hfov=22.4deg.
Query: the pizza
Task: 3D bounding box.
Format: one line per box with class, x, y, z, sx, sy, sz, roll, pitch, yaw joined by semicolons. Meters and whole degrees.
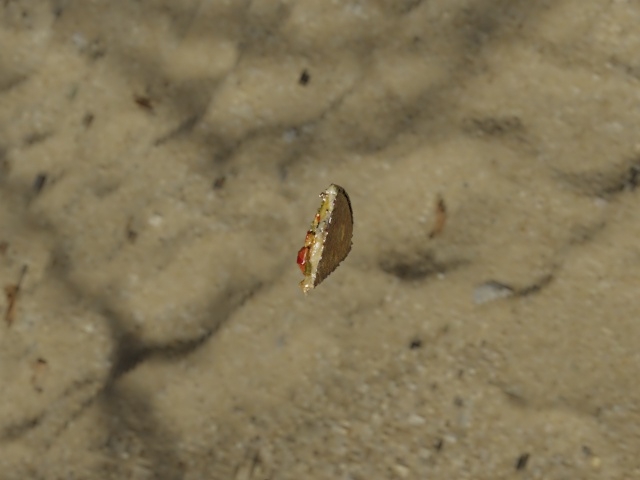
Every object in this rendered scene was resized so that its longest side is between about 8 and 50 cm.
pizza;0.005;-0.014;1.468;0.100;0.029;0.099;-52;-27;-50
